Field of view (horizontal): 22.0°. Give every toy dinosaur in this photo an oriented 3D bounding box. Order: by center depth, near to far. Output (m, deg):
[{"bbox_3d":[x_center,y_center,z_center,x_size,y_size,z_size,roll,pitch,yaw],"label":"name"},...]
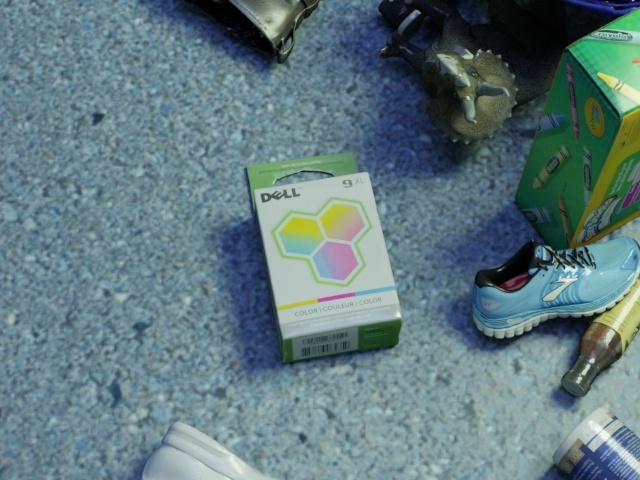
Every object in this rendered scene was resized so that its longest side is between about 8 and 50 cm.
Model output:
[{"bbox_3d":[0.164,-0.178,1.586,0.160,0.121,0.313,46,39,16],"label":"toy dinosaur"}]

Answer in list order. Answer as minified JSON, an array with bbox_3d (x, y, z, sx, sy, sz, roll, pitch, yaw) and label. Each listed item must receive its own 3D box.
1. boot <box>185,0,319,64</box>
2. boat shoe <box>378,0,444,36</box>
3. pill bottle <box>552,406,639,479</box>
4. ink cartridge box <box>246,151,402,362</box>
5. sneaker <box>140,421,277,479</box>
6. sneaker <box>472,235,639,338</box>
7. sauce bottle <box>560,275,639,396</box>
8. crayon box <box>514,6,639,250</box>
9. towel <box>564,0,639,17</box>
[{"bbox_3d":[-0.064,-0.322,1.654,0.263,0.091,0.229,42,69,16],"label":"boot"},{"bbox_3d":[0.117,-0.257,1.648,0.133,0.049,0.042,-38,78,-14],"label":"boat shoe"},{"bbox_3d":[0.262,0.205,1.407,0.067,0.067,0.120,-40,70,-19],"label":"pill bottle"},{"bbox_3d":[0.000,0.000,1.507,0.109,0.062,0.209,-9,63,-5],"label":"ink cartridge box"},{"bbox_3d":[-0.059,0.243,1.386,0.212,0.080,0.094,29,78,20],"label":"sneaker"},{"bbox_3d":[0.211,0.031,1.473,0.162,0.073,0.063,-21,38,-4],"label":"sneaker"},{"bbox_3d":[0.259,0.085,1.484,0.042,0.042,0.128,33,69,14],"label":"sauce bottle"},{"bbox_3d":[0.277,-0.104,1.446,0.165,0.278,0.081,-29,70,-15],"label":"crayon box"},{"bbox_3d":[0.264,-0.268,1.543,0.228,0.076,0.308,23,24,20],"label":"towel"}]
